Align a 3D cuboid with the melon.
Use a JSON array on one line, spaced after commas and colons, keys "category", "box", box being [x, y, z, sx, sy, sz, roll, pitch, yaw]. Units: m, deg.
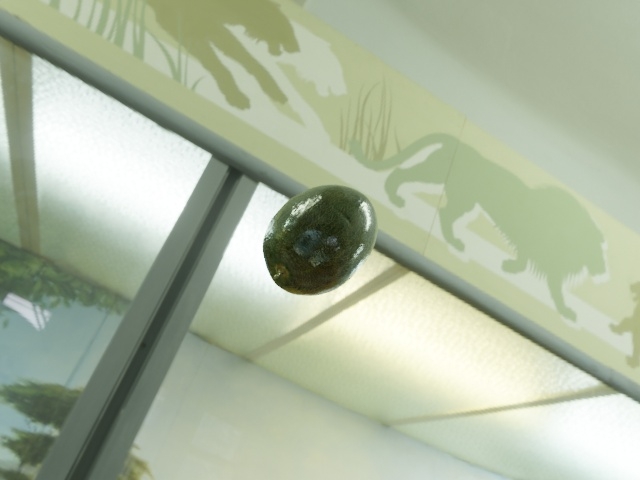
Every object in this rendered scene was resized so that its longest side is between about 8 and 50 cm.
[{"category": "melon", "box": [0.000, 0.000, 0.690, 0.114, 0.167, 0.114, 20, -52, 27]}]
